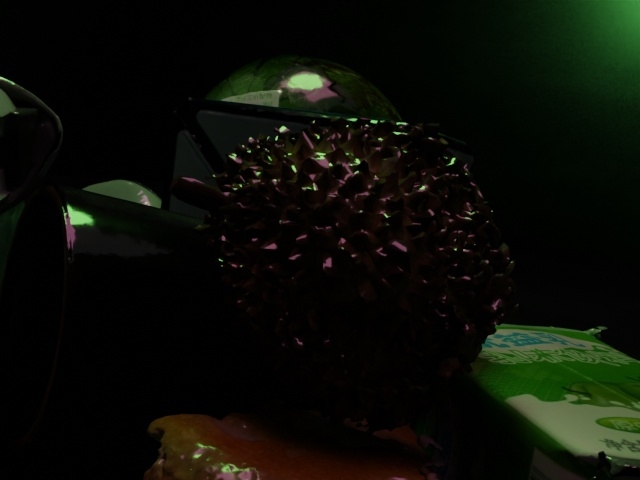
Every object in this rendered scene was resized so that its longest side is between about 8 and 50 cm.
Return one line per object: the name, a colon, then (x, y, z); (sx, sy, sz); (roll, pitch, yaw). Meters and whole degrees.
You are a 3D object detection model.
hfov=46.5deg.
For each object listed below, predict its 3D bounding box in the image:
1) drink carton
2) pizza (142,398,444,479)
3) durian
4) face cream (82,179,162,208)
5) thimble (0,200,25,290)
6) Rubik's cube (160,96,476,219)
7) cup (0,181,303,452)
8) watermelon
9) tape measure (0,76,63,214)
drink carton: (0.152, 0.125, 0.436); (0.161, 0.108, 0.271); (6, 7, -13)
pizza: (0.002, 0.132, 0.398); (0.154, 0.069, 0.194); (10, 0, 20)
durian: (0.007, 0.006, 0.415); (0.196, 0.167, 0.196); (23, -1, 0)
face cream: (-0.341, 0.010, 0.892); (0.234, 0.137, 0.420); (18, 19, 30)
thimble: (-0.352, 0.003, 0.625); (0.198, 0.143, 0.235); (-1, 17, -23)
Rubik's cube: (0.000, -0.001, 0.745); (0.248, 0.250, 0.246); (12, 8, 19)
cup: (-0.122, 0.028, 0.532); (0.177, 0.166, 0.239); (8, 45, -34)
watermelon: (-0.029, -0.086, 1.061); (0.363, 0.363, 0.363); (8, 7, -1)
tape measure: (-0.268, -0.056, 0.418); (0.236, 0.120, 0.197); (9, 18, 5)
